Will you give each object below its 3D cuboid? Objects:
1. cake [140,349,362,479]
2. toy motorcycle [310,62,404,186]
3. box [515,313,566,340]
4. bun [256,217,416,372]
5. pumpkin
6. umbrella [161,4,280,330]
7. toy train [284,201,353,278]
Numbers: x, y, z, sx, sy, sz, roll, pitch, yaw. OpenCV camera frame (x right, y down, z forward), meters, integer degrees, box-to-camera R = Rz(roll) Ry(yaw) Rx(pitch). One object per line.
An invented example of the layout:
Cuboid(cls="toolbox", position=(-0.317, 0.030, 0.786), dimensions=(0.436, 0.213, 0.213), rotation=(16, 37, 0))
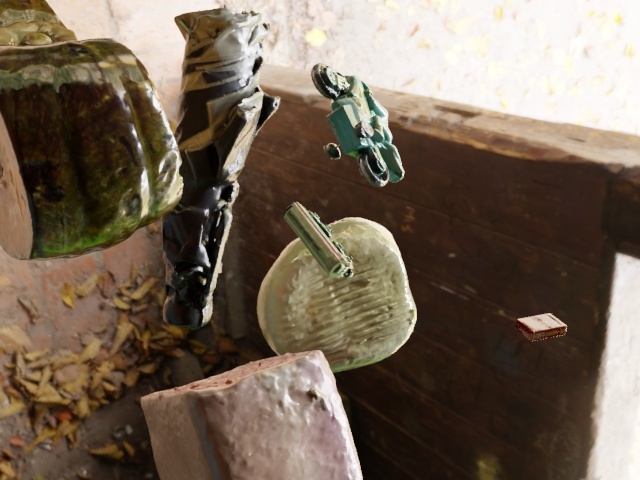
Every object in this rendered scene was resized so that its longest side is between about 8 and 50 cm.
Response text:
Cuboid(cls="cake", position=(-0.112, 0.305, 1.077), dimensions=(0.237, 0.309, 0.229), rotation=(-16, 84, -33))
Cuboid(cls="toy motorcycle", position=(0.085, -0.253, 1.538), dimensions=(0.198, 0.109, 0.296), rotation=(-18, 81, -54))
Cuboid(cls="box", position=(0.425, 0.167, 1.355), dimensions=(0.082, 0.051, 0.023), rotation=(-6, 117, -23))
Cuboid(cls="bun", position=(0.036, 0.119, 1.531), dimensions=(0.361, 0.213, 0.360), rotation=(-3, 102, -16))
Cuboid(cls="pumpkin", position=(-0.260, -0.092, 0.643), dimensions=(0.139, 0.317, 0.221), rotation=(-27, 134, -38))
Cuboid(cls="umbrella", position=(-0.112, -0.067, 0.757), dimensions=(0.113, 0.106, 0.357), rotation=(-31, 134, -65))
Cuboid(cls="toy train", position=(0.000, 0.000, 1.102), dimensions=(0.038, 0.148, 0.071), rotation=(-45, 149, 12))
